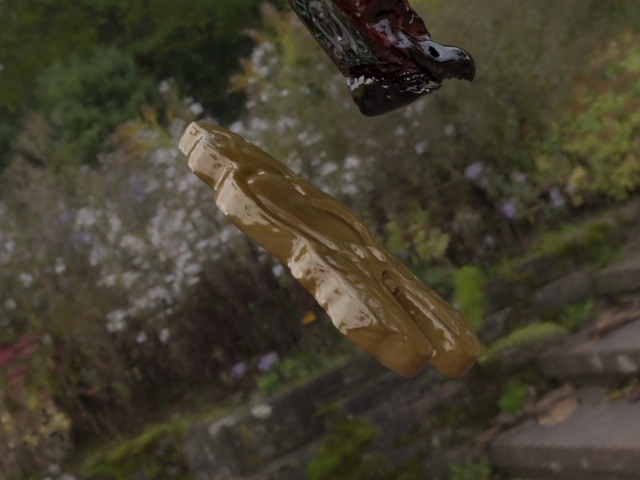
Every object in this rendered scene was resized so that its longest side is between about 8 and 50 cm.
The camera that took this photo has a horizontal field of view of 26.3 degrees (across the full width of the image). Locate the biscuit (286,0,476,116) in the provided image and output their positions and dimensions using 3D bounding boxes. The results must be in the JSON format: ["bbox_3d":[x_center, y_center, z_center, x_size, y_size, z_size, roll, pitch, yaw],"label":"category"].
[{"bbox_3d":[0.013,-0.191,0.941,0.063,0.235,0.151,-34,15,-13],"label":"biscuit"}]

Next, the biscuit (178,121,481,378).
[{"bbox_3d":[0.001,0.000,0.852,0.040,0.236,0.144,-49,-27,10],"label":"biscuit"}]
